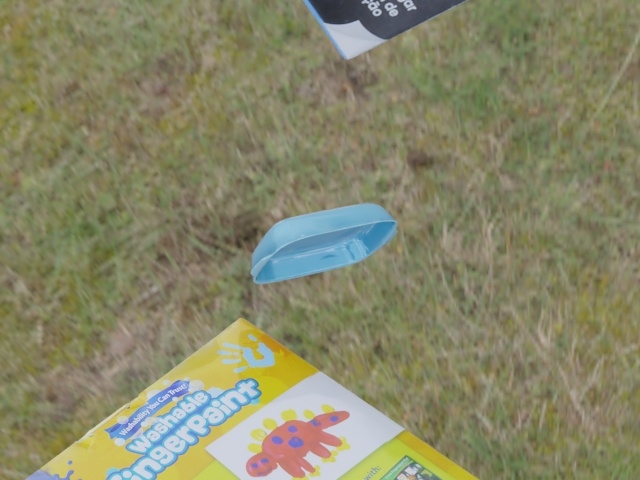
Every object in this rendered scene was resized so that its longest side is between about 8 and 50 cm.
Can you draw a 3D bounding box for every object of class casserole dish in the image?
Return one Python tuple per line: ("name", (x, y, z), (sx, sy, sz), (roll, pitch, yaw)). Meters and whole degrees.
("casserole dish", (0.000, 0.000, 1.716), (0.188, 0.114, 0.037), (-13, 67, -31))

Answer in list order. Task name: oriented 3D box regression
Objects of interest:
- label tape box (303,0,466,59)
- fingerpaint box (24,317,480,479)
("label tape box", (0.096, -0.270, 0.703), (0.347, 0.249, 0.115), (-24, 41, 18))
("fingerpaint box", (-0.096, 0.331, 1.563), (0.371, 0.163, 0.445), (32, 44, 22))
